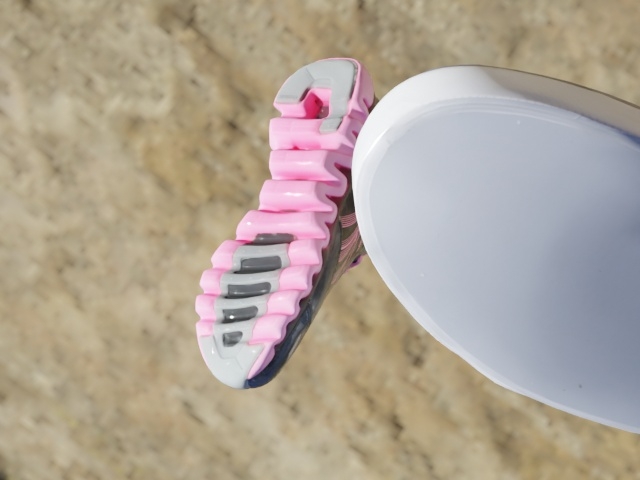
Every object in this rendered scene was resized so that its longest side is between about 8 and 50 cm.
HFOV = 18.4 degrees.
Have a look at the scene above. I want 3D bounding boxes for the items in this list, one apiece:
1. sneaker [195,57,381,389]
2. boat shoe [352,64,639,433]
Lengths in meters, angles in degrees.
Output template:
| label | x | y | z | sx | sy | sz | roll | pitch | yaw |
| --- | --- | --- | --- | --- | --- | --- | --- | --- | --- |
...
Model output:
| label | x | y | z | sx | sy | sz | roll | pitch | yaw |
| --- | --- | --- | --- | --- | --- | --- | --- | --- | --- |
| sneaker | 0.000 | 0.000 | 0.669 | 0.047 | 0.119 | 0.057 | 10 | 159 | 39 |
| boat shoe | 0.117 | 0.009 | 0.608 | 0.258 | 0.084 | 0.095 | 28 | 118 | -24 |
